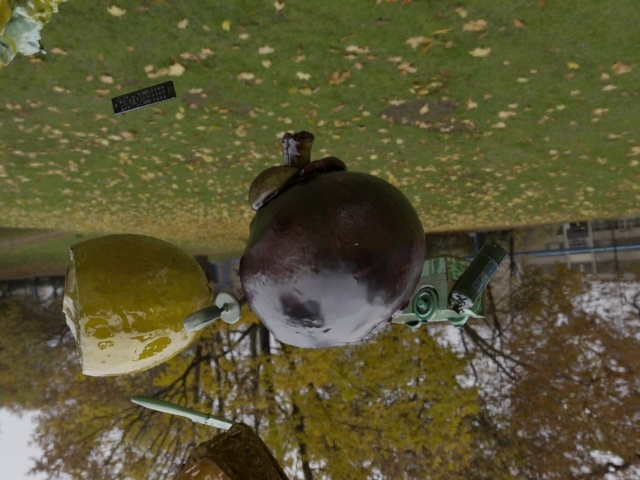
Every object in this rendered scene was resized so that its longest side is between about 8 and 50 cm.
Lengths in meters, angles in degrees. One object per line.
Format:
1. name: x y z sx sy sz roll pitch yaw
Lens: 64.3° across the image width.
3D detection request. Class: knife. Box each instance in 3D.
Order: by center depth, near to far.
1. knife: -0.259 0.369 1.067 0.293 0.020 0.043 27 132 -28

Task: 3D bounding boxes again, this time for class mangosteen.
1. mangosteen: 0.005 0.018 0.765 0.293 0.297 0.297 33 178 -4

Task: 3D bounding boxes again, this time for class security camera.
1. security camera: -0.170 0.117 0.788 0.058 0.058 0.092 -7 -170 34

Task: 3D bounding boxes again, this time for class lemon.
1. lemon: -0.434 0.148 1.235 0.364 0.364 0.364 -7 -179 0

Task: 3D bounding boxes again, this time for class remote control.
1. remote control: -0.250 -0.200 0.725 0.091 0.034 0.016 -17 163 -3

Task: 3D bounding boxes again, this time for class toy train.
1. toy train: 0.225 0.123 1.169 0.129 0.159 0.326 15 162 -27

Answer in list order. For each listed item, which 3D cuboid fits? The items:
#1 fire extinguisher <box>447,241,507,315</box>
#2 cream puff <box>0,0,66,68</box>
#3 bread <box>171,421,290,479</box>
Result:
1. fire extinguisher: 0.147 0.040 0.494 0.083 0.025 0.038 -51 -166 -19
2. cream puff: -0.390 -0.277 0.545 0.194 0.195 0.221 -8 175 -40
3. bread: -0.106 0.327 0.608 0.143 0.158 0.149 -49 166 9
